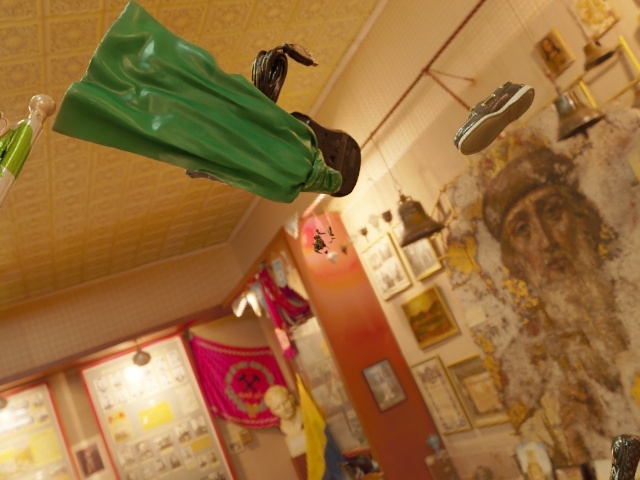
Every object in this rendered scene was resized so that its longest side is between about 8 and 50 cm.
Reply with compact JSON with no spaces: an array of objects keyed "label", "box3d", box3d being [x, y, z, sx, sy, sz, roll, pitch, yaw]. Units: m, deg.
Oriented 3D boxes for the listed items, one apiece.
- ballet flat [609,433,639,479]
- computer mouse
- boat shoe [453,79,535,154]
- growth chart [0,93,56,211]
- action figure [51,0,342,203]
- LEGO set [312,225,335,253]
[{"label":"ballet flat","box3d":[0.474,0.388,0.979,0.049,0.173,0.057,9,1,-2]},{"label":"computer mouse","box3d":[-0.025,-0.157,0.851,0.060,0.184,0.262,10,4,33]},{"label":"boat shoe","box3d":[0.359,-0.264,1.350,0.228,0.069,0.081,-37,-38,-18]},{"label":"growth chart","box3d":[-0.286,-0.017,0.359,0.238,0.171,0.021,-2,-38,3]},{"label":"action figure","box3d":[-0.087,-0.095,0.544,0.137,0.232,0.063,-67,8,-15]},{"label":"LEGO set","box3d":[0.001,0.002,1.262,0.024,0.054,0.083,-9,3,30]}]
